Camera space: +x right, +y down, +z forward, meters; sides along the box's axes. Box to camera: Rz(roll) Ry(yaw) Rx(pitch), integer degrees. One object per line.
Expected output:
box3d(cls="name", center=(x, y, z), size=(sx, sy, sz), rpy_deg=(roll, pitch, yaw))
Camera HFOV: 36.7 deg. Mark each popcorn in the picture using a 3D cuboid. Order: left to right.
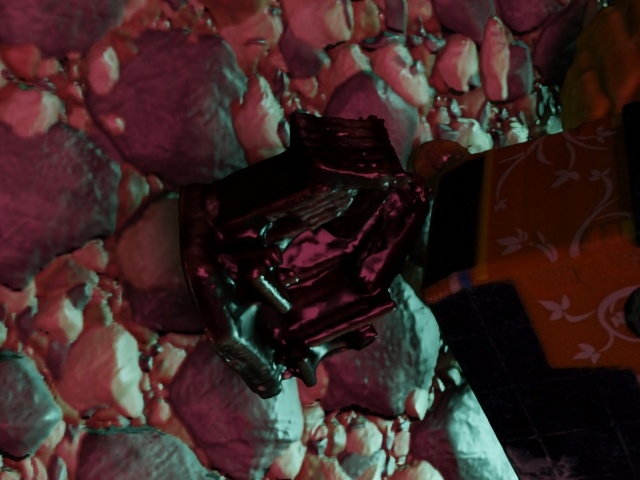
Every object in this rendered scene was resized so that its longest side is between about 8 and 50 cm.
box3d(cls="popcorn", center=(0.304, -0.101, 0.767), size=(0.200, 0.203, 0.226), rpy_deg=(37, 62, -40))

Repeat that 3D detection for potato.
box3d(cls="potato", center=(0.111, -0.049, 0.753), size=(0.092, 0.045, 0.046), rpy_deg=(17, 61, -35))

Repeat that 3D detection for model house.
box3d(cls="model house", center=(0.002, 0.007, 0.622), size=(0.164, 0.203, 0.141), rpy_deg=(-17, 74, 1))

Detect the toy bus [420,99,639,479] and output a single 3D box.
box3d(cls="toy bus", center=(0.212, 0.081, 0.715), size=(0.323, 0.194, 0.162), rpy_deg=(61, 27, -33))
